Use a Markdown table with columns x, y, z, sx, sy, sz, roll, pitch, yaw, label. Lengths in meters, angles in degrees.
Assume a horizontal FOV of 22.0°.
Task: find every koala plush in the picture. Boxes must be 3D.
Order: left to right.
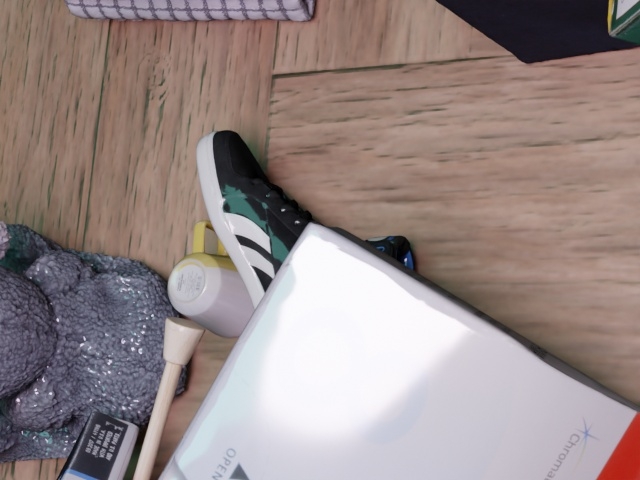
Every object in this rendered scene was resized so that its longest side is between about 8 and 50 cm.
| x | y | z | sx | sy | sz | roll | pitch | yaw | label |
| --- | --- | --- | --- | --- | --- | --- | --- | --- | --- |
| -0.230 | 0.069 | 1.219 | 0.203 | 0.221 | 0.196 | 2 | 78 | 30 | koala plush |

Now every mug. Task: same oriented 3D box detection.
| x | y | z | sx | sy | sz | roll | pitch | yaw | label |
| --- | --- | --- | --- | --- | --- | --- | --- | --- | --- |
| -0.086 | 0.031 | 1.239 | 0.062 | 0.064 | 0.078 | -42 | 61 | 15 | mug |

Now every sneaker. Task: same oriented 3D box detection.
| x | y | z | sx | sy | sz | roll | pitch | yaw | label |
| --- | --- | --- | --- | --- | --- | --- | --- | --- | --- |
| 0.000 | 0.000 | 1.193 | 0.121 | 0.079 | 0.216 | -27 | 77 | 18 | sneaker |

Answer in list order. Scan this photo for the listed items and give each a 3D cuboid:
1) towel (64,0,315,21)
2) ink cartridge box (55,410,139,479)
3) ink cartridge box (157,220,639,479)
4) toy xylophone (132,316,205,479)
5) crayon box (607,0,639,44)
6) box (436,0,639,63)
| x | y | z | sx | sy | sz | roll | pitch | yaw | label |
| --- | --- | --- | --- | --- | --- | --- | --- | --- | --- |
| -0.101 | -0.318 | 1.304 | 0.235 | 0.121 | 0.283 | 3 | 79 | 30 | towel |
| -0.200 | 0.254 | 1.145 | 0.045 | 0.206 | 0.208 | 23 | 119 | -7 | ink cartridge box |
| 0.083 | 0.214 | 1.004 | 0.385 | 0.091 | 0.308 | 31 | 95 | 10 | ink cartridge box |
| -0.027 | 0.179 | 1.111 | 0.236 | 0.081 | 0.322 | 12 | 93 | 10 | toy xylophone |
| 0.330 | -0.254 | 0.916 | 0.106 | 0.313 | 0.362 | 138 | 141 | -66 | crayon box |
| 0.143 | -0.301 | 1.057 | 0.183 | 0.294 | 0.296 | -6 | 74 | 33 | box |
